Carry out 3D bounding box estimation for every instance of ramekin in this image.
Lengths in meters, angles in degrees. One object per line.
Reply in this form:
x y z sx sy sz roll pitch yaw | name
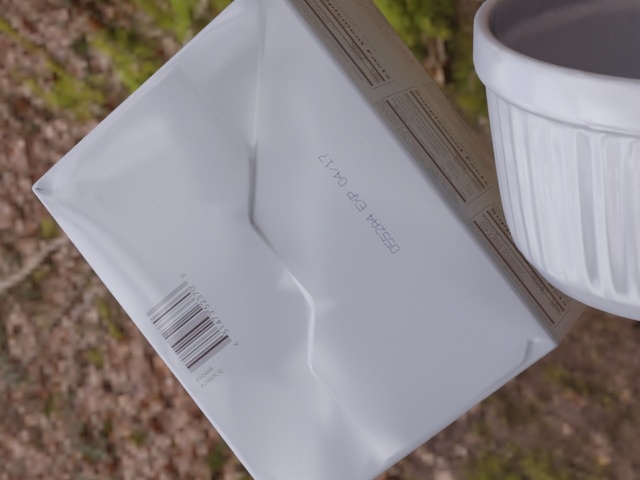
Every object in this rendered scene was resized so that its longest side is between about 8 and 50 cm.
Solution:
0.168 -0.046 0.667 0.207 0.207 0.109 -96 2 -66 | ramekin

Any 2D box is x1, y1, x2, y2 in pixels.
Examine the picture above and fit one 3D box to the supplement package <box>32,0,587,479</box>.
0.000 0.000 0.963 0.262 0.204 0.145 53 -158 4 | supplement package
